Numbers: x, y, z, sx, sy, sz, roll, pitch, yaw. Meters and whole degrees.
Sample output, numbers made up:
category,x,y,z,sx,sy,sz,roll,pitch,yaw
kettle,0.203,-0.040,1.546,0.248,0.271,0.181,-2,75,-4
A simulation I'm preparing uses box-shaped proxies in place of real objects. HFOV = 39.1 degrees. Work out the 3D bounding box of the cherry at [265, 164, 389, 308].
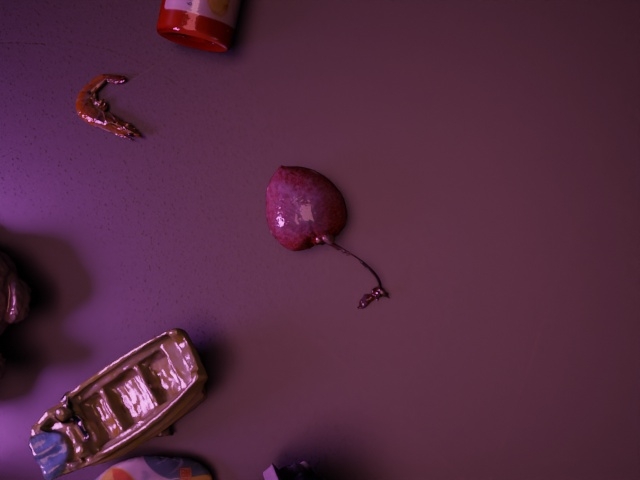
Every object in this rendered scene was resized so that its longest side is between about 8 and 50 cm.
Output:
category,x,y,z,sx,sy,sz,roll,pitch,yaw
cherry,0.000,0.000,1.199,0.107,0.090,0.225,-29,95,-7

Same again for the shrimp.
category,x,y,z,sx,sy,sz,roll,pitch,yaw
shrimp,-0.287,-0.190,1.263,0.114,0.023,0.083,30,90,10

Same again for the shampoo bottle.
category,x,y,z,sx,sy,sz,roll,pitch,yaw
shampoo bottle,-0.142,-0.402,1.209,0.104,0.104,0.278,12,91,6

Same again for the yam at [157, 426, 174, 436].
category,x,y,z,sx,sy,sz,roll,pitch,yaw
yam,-0.220,0.205,1.248,0.027,0.033,0.129,-6,83,33

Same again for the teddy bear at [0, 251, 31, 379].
category,x,y,z,sx,sy,sz,roll,pitch,yaw
teddy bear,-0.516,0.123,1.219,0.236,0.151,0.267,34,97,12

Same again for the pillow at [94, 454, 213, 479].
category,x,y,z,sx,sy,sz,roll,pitch,yaw
pillow,-0.224,0.407,1.221,0.214,0.086,0.233,-22,84,-5

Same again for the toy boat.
category,x,y,z,sx,sy,sz,roll,pitch,yaw
toy boat,-0.260,0.220,1.204,0.276,0.084,0.111,-35,71,14

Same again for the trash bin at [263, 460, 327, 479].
category,x,y,z,sx,sy,sz,roll,pitch,yaw
trash bin,-0.086,0.485,1.083,0.367,0.256,0.296,-32,94,-8
